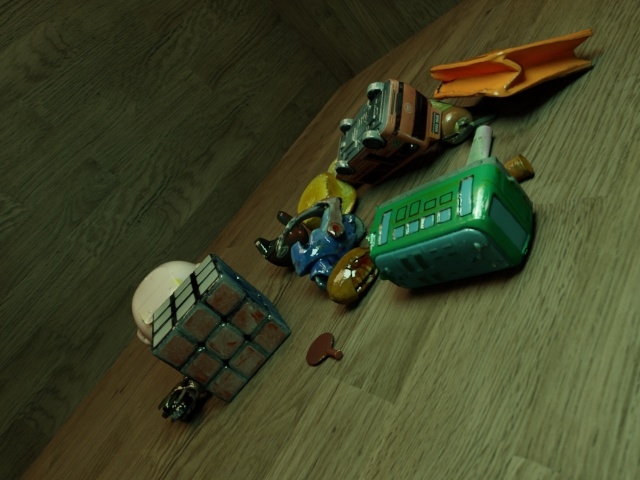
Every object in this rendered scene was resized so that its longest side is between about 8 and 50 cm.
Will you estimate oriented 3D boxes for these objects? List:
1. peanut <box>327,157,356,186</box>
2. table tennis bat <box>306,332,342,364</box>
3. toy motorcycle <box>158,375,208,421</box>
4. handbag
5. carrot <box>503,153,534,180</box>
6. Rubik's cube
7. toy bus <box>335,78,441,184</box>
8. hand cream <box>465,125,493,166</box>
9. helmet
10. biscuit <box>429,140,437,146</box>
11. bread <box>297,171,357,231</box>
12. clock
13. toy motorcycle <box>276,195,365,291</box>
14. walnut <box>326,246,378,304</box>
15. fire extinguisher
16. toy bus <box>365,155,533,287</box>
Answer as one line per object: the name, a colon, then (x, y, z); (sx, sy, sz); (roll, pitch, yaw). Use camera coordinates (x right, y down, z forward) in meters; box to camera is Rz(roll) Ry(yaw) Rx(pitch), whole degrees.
peanut: (0.153, -0.333, 1.717); (0.306, 0.147, 0.147); (-48, 20, 12)
table tennis bat: (0.010, 0.283, 1.066); (0.098, 0.019, 0.154); (-54, 20, -21)
toy motorcycle: (-0.469, 0.535, 1.404); (0.159, 0.106, 0.270); (-55, 12, -31)
handbag: (0.537, -0.510, 1.230); (0.303, 0.116, 0.410); (-17, 20, -6)
carrot: (0.412, -0.137, 1.028); (0.224, 0.057, 0.057); (-32, 25, 45)
Rubik's cube: (-0.327, 0.267, 1.332); (0.304, 0.305, 0.301); (-46, 22, -6)
toy bus: (0.205, -0.344, 1.409); (0.427, 0.232, 0.203); (150, 130, -68)
hand cream: (0.447, -0.245, 1.163); (0.076, 0.047, 0.174); (-16, 45, 52)
helmet: (-0.140, 0.005, 1.604); (0.189, 0.193, 0.216); (-48, 12, 15)
biscuit: (0.344, -0.363, 1.577); (0.183, 0.043, 0.280); (-56, 20, -16)
bread: (0.017, -0.139, 1.607); (0.268, 0.145, 0.269); (-40, 35, 36)
clock: (-0.531, 0.262, 1.622); (0.368, 0.377, 0.250); (-49, 52, -7)
toy motorcycle: (0.001, 0.016, 1.328); (0.240, 0.182, 0.319); (3, 46, 28)
walnut: (0.094, 0.091, 1.141); (0.207, 0.116, 0.115); (-50, 20, -29)
fire extinguisher: (0.434, -0.418, 1.367); (0.200, 0.113, 0.376); (-42, 27, 11)
toy bus: (0.264, -0.014, 0.897); (0.343, 0.183, 0.200); (-23, 36, 48)
